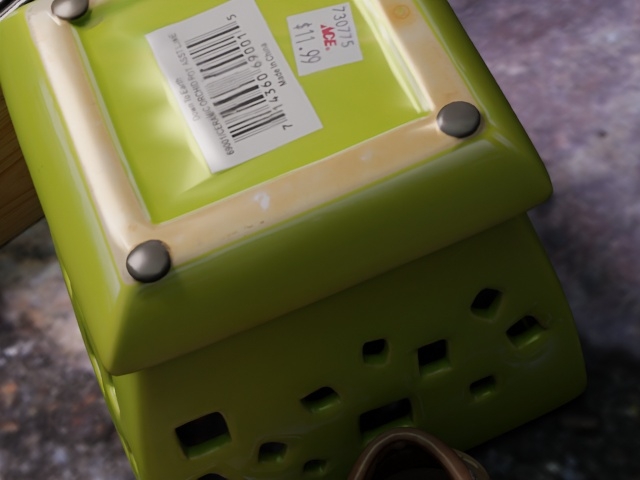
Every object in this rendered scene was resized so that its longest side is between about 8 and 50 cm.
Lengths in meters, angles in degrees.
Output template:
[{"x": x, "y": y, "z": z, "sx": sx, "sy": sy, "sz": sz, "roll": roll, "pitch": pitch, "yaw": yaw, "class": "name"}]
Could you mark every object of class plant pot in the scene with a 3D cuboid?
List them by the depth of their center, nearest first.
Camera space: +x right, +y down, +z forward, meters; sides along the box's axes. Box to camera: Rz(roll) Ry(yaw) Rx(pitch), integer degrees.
[{"x": -0.020, "y": -0.019, "z": 0.696, "sx": 0.227, "sy": 0.207, "sz": 0.228, "roll": -22, "pitch": 58, "yaw": -5, "class": "plant pot"}]

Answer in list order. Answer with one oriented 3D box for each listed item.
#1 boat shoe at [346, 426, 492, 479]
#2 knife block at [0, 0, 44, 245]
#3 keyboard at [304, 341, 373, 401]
[{"x": 0.042, "y": 0.222, "z": 0.586, "sx": 0.123, "sy": 0.116, "sz": 0.324, "roll": -13, "pitch": 53, "yaw": 8, "class": "boat shoe"}, {"x": -0.185, "y": -0.062, "z": 0.891, "sx": 0.088, "sy": 0.242, "sz": 0.276, "roll": 46, "pitch": 123, "yaw": 37, "class": "knife block"}, {"x": 0.000, "y": 0.000, "z": 0.815, "sx": 0.108, "sy": 0.023, "sz": 0.180, "roll": 17, "pitch": 62, "yaw": 27, "class": "keyboard"}]
